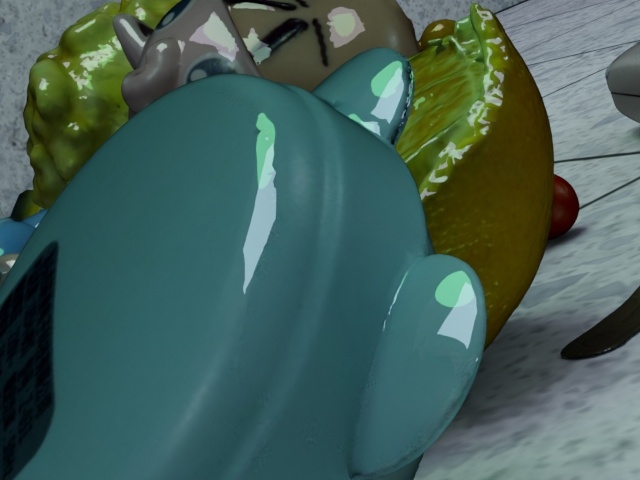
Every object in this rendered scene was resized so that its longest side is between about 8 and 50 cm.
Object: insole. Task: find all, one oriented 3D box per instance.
[{"bbox_3d":[0.160,0.027,0.651,0.135,0.002,0.045,-29,12,-38],"label":"insole"}]

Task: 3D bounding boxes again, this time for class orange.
[{"bbox_3d":[0.004,0.004,0.639,0.237,0.158,0.179,-25,18,1],"label":"orange"}]

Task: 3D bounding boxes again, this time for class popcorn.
[{"bbox_3d":[-0.120,-0.066,1.079,0.237,0.293,0.293,20,9,-4],"label":"popcorn"}]

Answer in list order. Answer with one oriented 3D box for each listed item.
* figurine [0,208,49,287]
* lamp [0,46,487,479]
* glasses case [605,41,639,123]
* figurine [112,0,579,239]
[{"bbox_3d":[-0.165,0.054,0.855,0.262,0.153,0.180,-4,1,2],"label":"figurine"},{"bbox_3d":[-0.069,0.061,0.471,0.284,0.147,0.209,-28,34,13],"label":"lamp"},{"bbox_3d":[0.290,-0.120,0.969,0.113,0.075,0.297,-20,10,-2],"label":"glasses case"},{"bbox_3d":[0.015,-0.070,0.824,0.186,0.287,0.176,-53,32,17],"label":"figurine"}]
